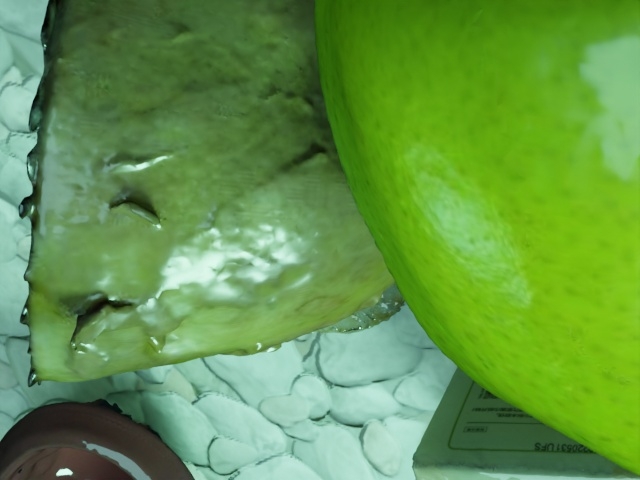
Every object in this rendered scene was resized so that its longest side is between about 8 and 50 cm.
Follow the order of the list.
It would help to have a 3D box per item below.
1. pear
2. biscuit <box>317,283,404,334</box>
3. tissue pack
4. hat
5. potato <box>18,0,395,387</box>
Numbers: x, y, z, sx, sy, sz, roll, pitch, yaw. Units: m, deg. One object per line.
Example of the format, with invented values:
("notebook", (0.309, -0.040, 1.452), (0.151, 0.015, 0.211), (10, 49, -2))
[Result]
("pear", (0.194, -0.007, 0.546), (0.343, 0.238, 0.317), (-13, 111, -16))
("biscuit", (0.000, 0.000, 0.828), (0.152, 0.020, 0.152), (9, 118, 17))
("tissue pack", (0.190, 0.146, 0.741), (0.234, 0.159, 0.125), (-2, 113, 22))
("hat", (-0.177, 0.213, 0.961), (0.206, 0.089, 0.205), (6, 113, 14))
("potato", (-0.023, -0.056, 0.678), (0.237, 0.301, 0.288), (8, 116, -3))
